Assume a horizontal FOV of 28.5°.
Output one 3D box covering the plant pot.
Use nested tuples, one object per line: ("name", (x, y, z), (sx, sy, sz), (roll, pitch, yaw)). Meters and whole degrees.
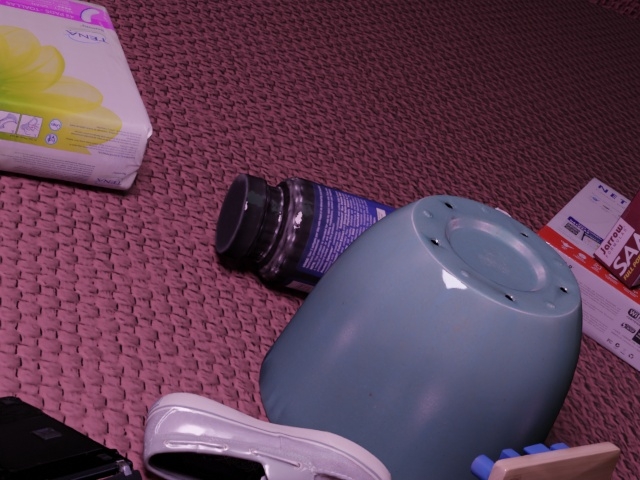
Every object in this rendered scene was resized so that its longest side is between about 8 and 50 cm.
("plant pot", (0.120, 0.099, 1.243), (0.293, 0.235, 0.293), (22, 29, -13))

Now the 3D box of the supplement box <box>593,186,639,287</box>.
("supplement box", (0.477, -0.021, 1.678), (0.239, 0.130, 0.073), (-9, 46, -47))

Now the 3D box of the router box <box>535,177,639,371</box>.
("router box", (0.456, 0.071, 1.734), (0.335, 0.082, 0.301), (35, 30, 12))

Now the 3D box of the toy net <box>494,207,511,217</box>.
("toy net", (0.216, -0.001, 1.662), (0.122, 0.045, 0.232), (27, 29, 20))

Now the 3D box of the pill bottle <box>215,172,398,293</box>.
("pill bottle", (0.000, 0.000, 1.412), (0.219, 0.123, 0.123), (17, 31, -20))

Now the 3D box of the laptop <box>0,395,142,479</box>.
("laptop", (-0.254, 0.235, 0.931), (0.264, 0.136, 0.234), (18, 17, 40))

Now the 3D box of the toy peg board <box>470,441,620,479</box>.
("toy peg board", (0.169, 0.246, 1.144), (0.161, 0.160, 0.079), (0, 24, -41))

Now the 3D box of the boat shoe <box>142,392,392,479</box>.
("boat shoe", (-0.049, 0.206, 1.101), (0.227, 0.079, 0.081), (19, 39, -7))

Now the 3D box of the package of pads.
("package of pads", (-0.330, -0.184, 1.447), (0.229, 0.101, 0.296), (9, 35, -29))
